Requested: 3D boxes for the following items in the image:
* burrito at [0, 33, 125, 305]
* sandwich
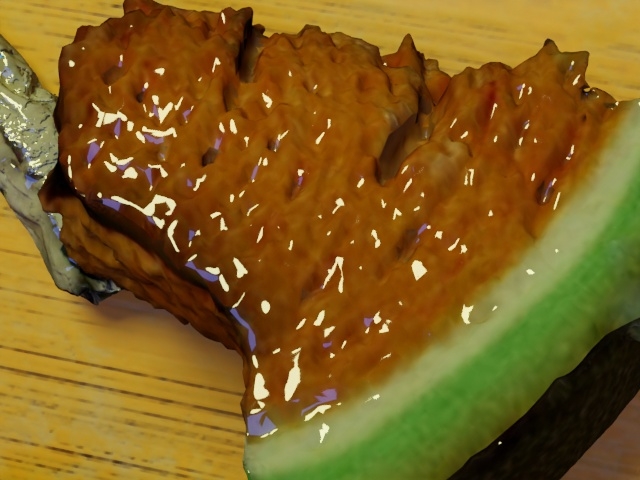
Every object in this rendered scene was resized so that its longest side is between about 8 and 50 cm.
[{"bbox_3d":[-0.158,-0.054,0.516,0.063,0.058,0.229,-38,93,6],"label":"burrito"},{"bbox_3d":[0.000,0.000,0.457,0.301,0.162,0.250,36,66,19],"label":"sandwich"}]
